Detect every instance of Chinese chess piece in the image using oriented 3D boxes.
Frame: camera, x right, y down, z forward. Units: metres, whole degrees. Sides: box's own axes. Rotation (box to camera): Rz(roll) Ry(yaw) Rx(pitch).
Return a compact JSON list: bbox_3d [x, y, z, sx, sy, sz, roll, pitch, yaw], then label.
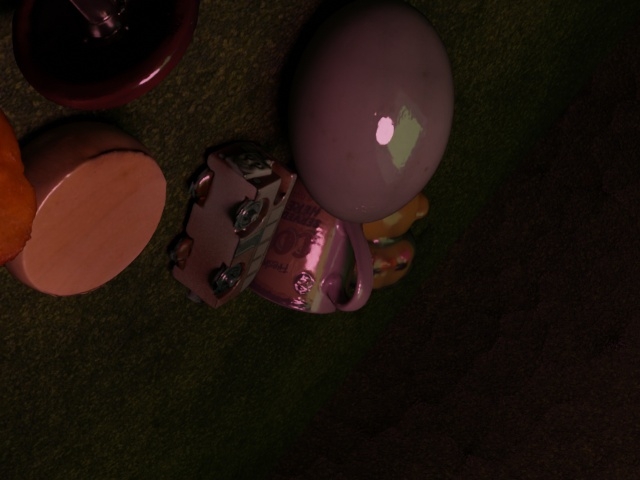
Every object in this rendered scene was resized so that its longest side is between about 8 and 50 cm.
[{"bbox_3d":[-0.333,-0.044,1.139,0.251,0.097,0.250,-40,151,-28],"label":"Chinese chess piece"}]

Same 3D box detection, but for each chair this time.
[{"bbox_3d":[-0.255,-0.277,0.768,0.226,0.226,0.401,-47,158,-3],"label":"chair"}]

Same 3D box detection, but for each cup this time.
[{"bbox_3d":[0.000,0.000,1.587,0.228,0.301,0.256,1,117,-42],"label":"cup"}]

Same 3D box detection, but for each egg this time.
[{"bbox_3d":[0.083,-0.211,1.385,0.276,0.276,0.388,-23,133,-45],"label":"egg"}]

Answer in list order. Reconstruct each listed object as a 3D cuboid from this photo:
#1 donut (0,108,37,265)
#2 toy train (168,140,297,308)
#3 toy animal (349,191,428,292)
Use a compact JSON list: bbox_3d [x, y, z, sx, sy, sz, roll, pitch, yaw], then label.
[{"bbox_3d":[-0.407,-0.067,0.841,0.118,0.253,0.254,-16,176,33],"label":"donut"},{"bbox_3d":[-0.161,-0.024,1.466,0.159,0.129,0.326,-30,151,-49],"label":"toy train"},{"bbox_3d":[0.115,-0.054,1.791,0.216,0.191,0.338,-8,114,-19],"label":"toy animal"}]
